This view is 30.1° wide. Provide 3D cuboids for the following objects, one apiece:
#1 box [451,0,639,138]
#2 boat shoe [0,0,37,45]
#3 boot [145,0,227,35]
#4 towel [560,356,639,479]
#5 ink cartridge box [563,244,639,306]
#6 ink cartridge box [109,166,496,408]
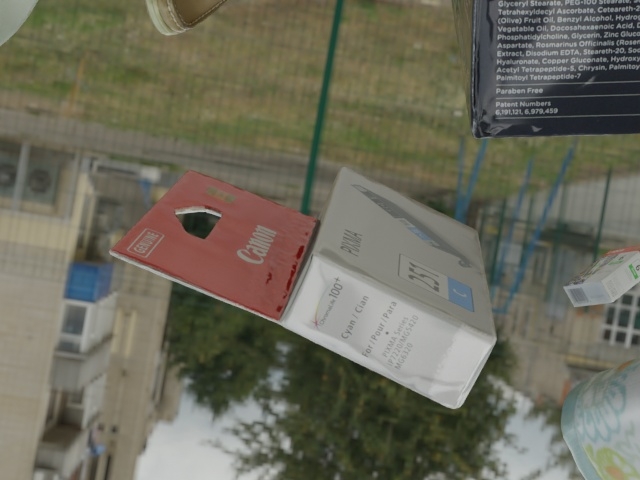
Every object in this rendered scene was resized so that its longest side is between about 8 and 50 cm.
[{"bbox_3d":[0.194,-0.291,0.914,0.179,0.312,0.343,-2,-149,4],"label":"box"},{"bbox_3d":[-0.273,-0.143,0.760,0.227,0.081,0.079,-31,143,18],"label":"boat shoe"},{"bbox_3d":[-0.026,-0.234,0.942,0.165,0.213,0.077,15,144,31],"label":"boot"},{"bbox_3d":[0.352,0.194,0.723,0.374,0.090,0.320,44,154,1],"label":"towel"},{"bbox_3d":[0.316,0.027,1.247,0.115,0.029,0.063,-34,-172,-25],"label":"ink cartridge box"},{"bbox_3d":[0.000,0.000,0.927,0.261,0.066,0.296,25,-165,-2],"label":"ink cartridge box"}]
